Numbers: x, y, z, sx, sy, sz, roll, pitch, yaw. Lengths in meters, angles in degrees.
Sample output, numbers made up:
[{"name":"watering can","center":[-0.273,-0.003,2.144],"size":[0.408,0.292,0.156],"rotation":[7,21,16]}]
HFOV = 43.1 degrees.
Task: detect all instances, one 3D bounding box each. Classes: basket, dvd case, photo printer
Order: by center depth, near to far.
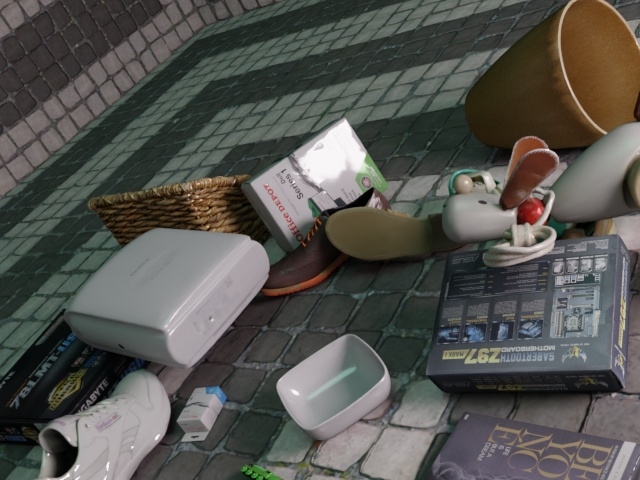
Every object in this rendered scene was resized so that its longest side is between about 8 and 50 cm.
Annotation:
[{"name":"dvd case","center":[0.210,0.262,0.858],"size":[0.221,0.018,0.164],"rotation":[2,40,44]},{"name":"photo printer","center":[-0.273,0.086,1.381],"size":[0.307,0.107,0.256],"rotation":[5,41,39]},{"name":"basket","center":[-0.268,-0.068,1.638],"size":[0.299,0.223,0.213],"rotation":[-7,35,38]}]

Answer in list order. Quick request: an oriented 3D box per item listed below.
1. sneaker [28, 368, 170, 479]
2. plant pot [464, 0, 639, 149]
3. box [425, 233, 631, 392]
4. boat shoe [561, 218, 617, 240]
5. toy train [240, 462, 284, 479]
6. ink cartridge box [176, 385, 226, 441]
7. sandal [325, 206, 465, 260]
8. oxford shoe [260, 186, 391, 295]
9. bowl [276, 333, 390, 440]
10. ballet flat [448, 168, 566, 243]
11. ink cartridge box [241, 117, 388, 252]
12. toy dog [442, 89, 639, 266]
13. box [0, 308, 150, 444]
[{"name":"sneaker","center":[-0.316,0.280,1.181],"size":[0.114,0.152,0.305],"rotation":[-19,28,23]},{"name":"plant pot","center":[0.373,-0.247,1.363],"size":[0.254,0.237,0.237],"rotation":[-18,26,51]},{"name":"box","center":[0.256,0.094,1.001],"size":[0.232,0.059,0.183],"rotation":[-9,51,35]},{"name":"boat shoe","center":[0.342,0.014,1.086],"size":[0.068,0.072,0.190],"rotation":[-6,36,38]},{"name":"toy train","center":[-0.074,0.308,1.051],"size":[0.023,0.017,0.083],"rotation":[-34,26,-30]},{"name":"ink cartridge box","center":[-0.181,0.260,1.217],"size":[0.048,0.028,0.083],"rotation":[-12,33,30]},{"name":"sandal","center":[0.133,-0.007,1.334],"size":[0.240,0.088,0.079],"rotation":[0,-8,20]},{"name":"oxford shoe","center":[0.000,0.000,1.403],"size":[0.271,0.098,0.097],"rotation":[-31,28,-2]},{"name":"bowl","center":[0.023,0.203,1.093],"size":[0.142,0.053,0.142],"rotation":[-34,27,-8]},{"name":"ballet flat","center":[0.274,-0.059,1.257],"size":[0.083,0.087,0.247],"rotation":[-36,29,-12]},{"name":"ink cartridge box","center":[-0.012,-0.099,1.498],"size":[0.219,0.160,0.092],"rotation":[-37,11,-12]},{"name":"toy dog","center":[0.318,-0.097,1.028],"size":[0.333,0.161,0.220],"rotation":[-16,11,-3]},{"name":"box","center":[-0.448,0.236,1.467],"size":[0.293,0.073,0.295],"rotation":[-6,35,36]}]
